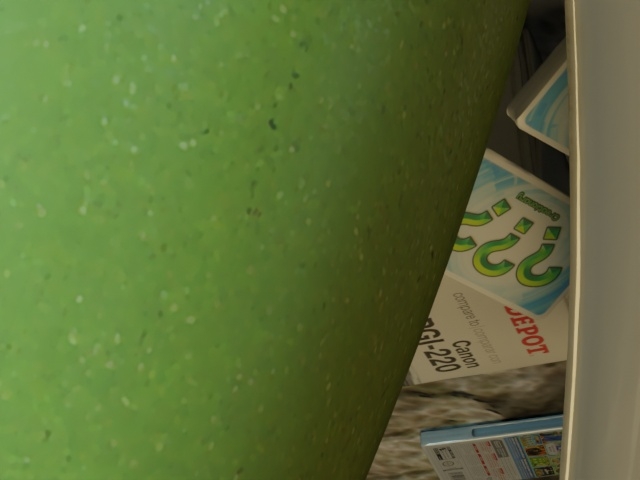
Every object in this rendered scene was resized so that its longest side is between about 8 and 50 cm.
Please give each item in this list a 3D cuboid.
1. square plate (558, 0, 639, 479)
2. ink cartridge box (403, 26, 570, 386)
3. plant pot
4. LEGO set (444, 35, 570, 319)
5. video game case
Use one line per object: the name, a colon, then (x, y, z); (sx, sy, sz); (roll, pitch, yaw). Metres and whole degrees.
square plate: (0.247, -0.023, 0.646); (0.344, 0.049, 0.347); (-5, 119, -3)
ink cartridge box: (0.000, 0.000, 0.795); (0.218, 0.092, 0.158); (-12, 153, 13)
plant pot: (-0.074, -0.032, 0.445); (0.275, 0.293, 0.275); (5, 159, 2)
LEGO set: (0.174, -0.005, 0.692); (0.244, 0.060, 0.182); (28, 112, -33)
video game case: (0.129, 0.130, 1.165); (0.122, 0.011, 0.087); (-8, 153, 11)
